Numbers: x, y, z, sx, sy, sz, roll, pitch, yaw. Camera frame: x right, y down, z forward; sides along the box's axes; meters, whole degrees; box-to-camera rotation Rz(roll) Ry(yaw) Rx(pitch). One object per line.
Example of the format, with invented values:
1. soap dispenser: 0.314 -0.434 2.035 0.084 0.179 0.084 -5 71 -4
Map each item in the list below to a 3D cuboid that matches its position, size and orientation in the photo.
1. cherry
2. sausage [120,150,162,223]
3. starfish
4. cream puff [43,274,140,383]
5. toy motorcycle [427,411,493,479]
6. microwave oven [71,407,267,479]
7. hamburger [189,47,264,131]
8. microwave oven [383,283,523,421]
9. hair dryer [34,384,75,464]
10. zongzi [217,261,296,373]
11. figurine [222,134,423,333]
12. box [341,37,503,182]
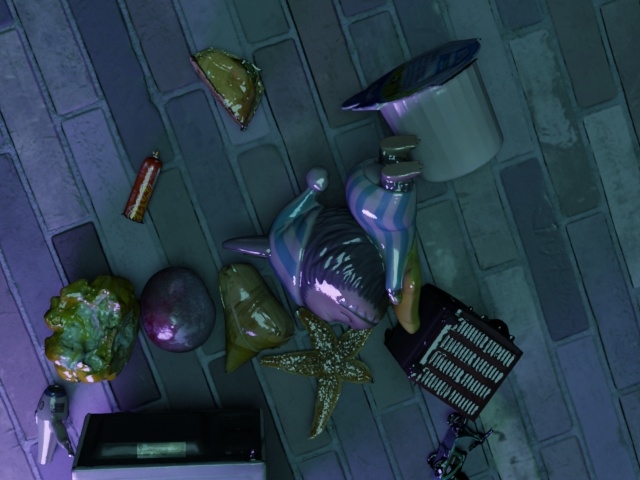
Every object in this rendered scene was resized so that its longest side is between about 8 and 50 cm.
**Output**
1. cherry: -0.281 0.143 1.721 0.140 0.176 0.176 -12 99 20
2. sausage: -0.346 -0.107 1.744 0.050 0.048 0.145 21 92 -13
3. starfish: -0.002 0.254 1.819 0.231 0.048 0.295 25 89 -2
4. cream puff: -0.447 0.167 1.712 0.195 0.195 0.221 17 78 -7
5. toy motorcycle: 0.290 0.443 1.866 0.100 0.058 0.173 19 96 -14
6. microwave oven: -0.282 0.475 1.722 0.355 0.218 0.286 -2 112 -5
7. hamburger: -0.167 -0.308 1.720 0.102 0.087 0.176 -38 91 -12
8. microwave oven: 0.256 0.205 1.740 0.178 0.247 0.188 32 95 -11
9. hair dryer: -0.517 0.404 1.736 0.067 0.199 0.167 0 124 -31
10. zongzi: -0.169 0.157 1.781 0.197 0.099 0.194 -36 82 28
11. figurine: 0.000 0.000 1.650 0.378 0.266 0.361 -3 123 0
12. box: 0.211 -0.228 1.698 0.291 0.262 0.206 -22 110 21
